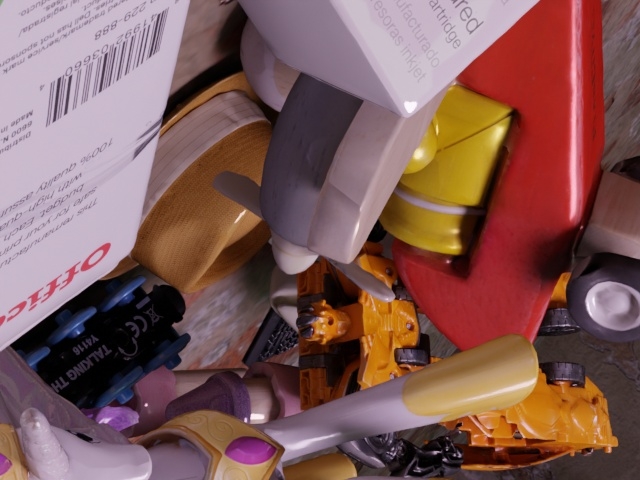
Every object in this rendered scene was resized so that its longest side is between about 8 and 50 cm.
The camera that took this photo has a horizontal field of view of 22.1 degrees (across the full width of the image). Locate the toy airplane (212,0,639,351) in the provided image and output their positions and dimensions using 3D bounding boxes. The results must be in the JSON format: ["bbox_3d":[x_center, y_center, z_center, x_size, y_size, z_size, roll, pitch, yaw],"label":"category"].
[{"bbox_3d":[0.075,-0.133,0.977,0.386,0.272,0.384,33,62,-67],"label":"toy airplane"}]

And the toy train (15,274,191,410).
[{"bbox_3d":[-0.172,0.093,1.152,0.184,0.080,0.105,-39,-177,-41],"label":"toy train"}]

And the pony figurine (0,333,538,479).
[{"bbox_3d":[-0.099,0.159,0.901,0.363,0.303,0.351,1,153,-37],"label":"pony figurine"}]

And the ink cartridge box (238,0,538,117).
[{"bbox_3d":[0.061,-0.225,0.686,0.283,0.117,0.207,-43,125,-12],"label":"ink cartridge box"}]

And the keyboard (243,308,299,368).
[{"bbox_3d":[-0.011,0.056,1.628,0.108,0.023,0.180,-34,162,-41],"label":"keyboard"}]

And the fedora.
[{"bbox_3d":[-0.074,-0.028,1.103,0.194,0.079,0.194,-42,165,-14],"label":"fedora"}]

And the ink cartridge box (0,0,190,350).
[{"bbox_3d":[-0.173,-0.052,0.669,0.211,0.121,0.289,-37,163,-31],"label":"ink cartridge box"}]

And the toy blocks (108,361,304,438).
[{"bbox_3d":[-0.107,0.242,1.210,0.260,0.309,0.288,1,177,-34],"label":"toy blocks"}]

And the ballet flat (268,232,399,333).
[{"bbox_3d":[0.022,0.006,1.322,0.147,0.147,0.409,-39,152,-28],"label":"ballet flat"}]

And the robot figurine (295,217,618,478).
[{"bbox_3d":[0.092,0.075,1.158,0.291,0.211,0.085,10,162,-38],"label":"robot figurine"}]
